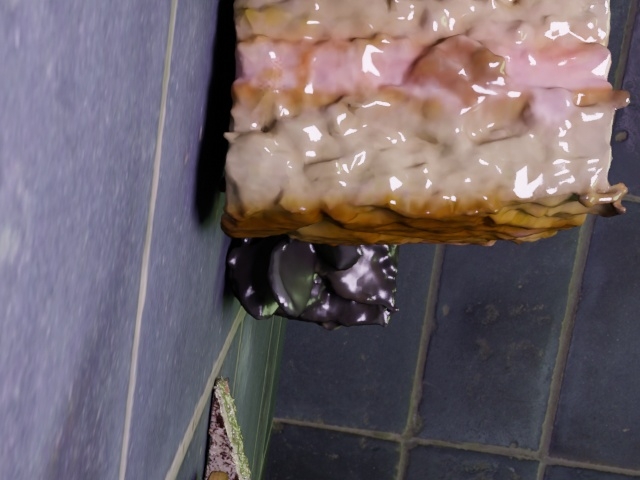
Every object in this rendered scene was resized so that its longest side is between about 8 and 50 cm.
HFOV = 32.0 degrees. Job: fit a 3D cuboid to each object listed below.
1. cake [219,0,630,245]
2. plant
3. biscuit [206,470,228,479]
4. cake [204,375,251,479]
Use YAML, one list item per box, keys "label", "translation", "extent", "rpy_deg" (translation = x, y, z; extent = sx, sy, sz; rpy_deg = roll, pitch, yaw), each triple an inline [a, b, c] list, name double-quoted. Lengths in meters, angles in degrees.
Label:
- label: "cake"
  translation: [0.069, -0.150, 0.934]
  extent: [0.293, 0.314, 0.307]
  rpy_deg: [108, -18, -81]
- label: "plant"
  translation: [0.000, 0.000, 1.225]
  extent: [0.276, 0.188, 0.199]
  rpy_deg: [94, 4, -82]
- label: "biscuit"
  translation: [-0.126, 0.314, 1.103]
  extent: [0.240, 0.035, 0.158]
  rpy_deg: [-78, 178, -68]
- label: "cake"
  translation: [-0.102, 0.222, 1.266]
  extent: [0.051, 0.055, 0.140]
  rpy_deg: [-63, 161, -66]
